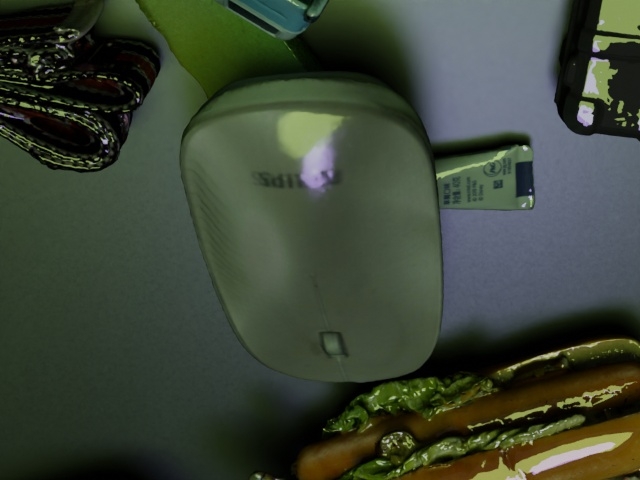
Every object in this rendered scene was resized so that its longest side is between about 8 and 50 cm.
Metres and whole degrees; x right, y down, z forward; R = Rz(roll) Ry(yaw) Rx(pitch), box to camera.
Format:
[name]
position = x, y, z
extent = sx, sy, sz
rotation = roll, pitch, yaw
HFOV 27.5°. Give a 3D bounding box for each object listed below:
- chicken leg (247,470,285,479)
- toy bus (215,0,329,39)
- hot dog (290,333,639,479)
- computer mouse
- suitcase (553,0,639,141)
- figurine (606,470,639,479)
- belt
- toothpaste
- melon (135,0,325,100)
[chicken leg]
position = 0.000, 0.384, 1.213
extent = 0.201, 0.152, 0.429
rotation = -18, 124, 5
[toy bus]
position = -0.097, -0.257, 0.911
extent = 0.271, 0.165, 0.133
rotation = 31, 81, -4
[hot dog]
position = 0.129, 0.169, 1.129
extent = 0.337, 0.135, 0.100
rotation = -18, 138, 15
[computer mouse]
position = -0.001, 0.005, 1.044
extent = 0.197, 0.095, 0.330
rotation = -2, 132, 12
[suitcase]
position = 0.298, -0.205, 0.970
extent = 0.206, 0.066, 0.285
rotation = 8, 117, 1
[figurine]
position = 0.351, 0.261, 1.096
extent = 0.316, 0.284, 0.206
rotation = -25, 114, 3
[belt]
position = -0.309, -0.147, 1.027
extent = 0.360, 0.094, 0.126
rotation = 12, 118, -1
[toothpaste]
position = 0.069, -0.044, 1.083
extent = 0.216, 0.037, 0.062
rotation = -4, 123, 4
[melon]
position = -0.086, -0.167, 1.039
extent = 0.262, 0.053, 0.114
rotation = 44, 129, -13
